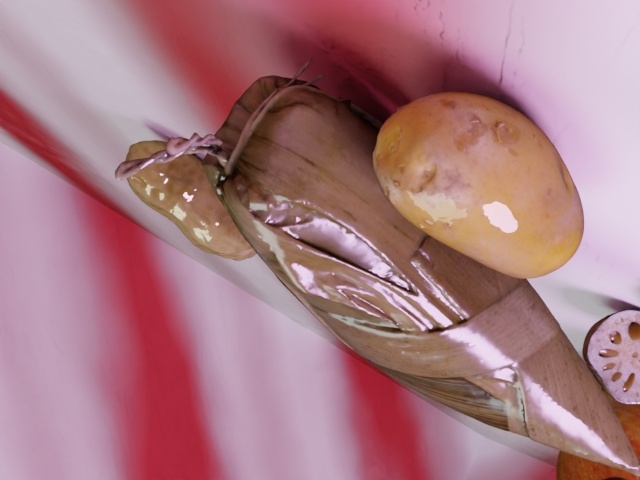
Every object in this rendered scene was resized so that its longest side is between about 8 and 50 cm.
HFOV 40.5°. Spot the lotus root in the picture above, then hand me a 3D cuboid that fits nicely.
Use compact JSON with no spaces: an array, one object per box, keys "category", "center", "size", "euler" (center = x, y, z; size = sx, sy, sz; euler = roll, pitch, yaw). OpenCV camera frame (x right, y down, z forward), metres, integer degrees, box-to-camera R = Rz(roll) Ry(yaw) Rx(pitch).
[{"category":"lotus root","center":[0.404,0.149,1.119],"size":[0.122,0.112,0.081],"euler":[57,-174,14]}]

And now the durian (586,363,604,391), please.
[{"category":"durian","center":[0.485,0.280,1.478],"size":[0.158,0.137,0.168],"euler":[55,172,-24]}]

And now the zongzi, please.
[{"category":"zongzi","center":[0.113,0.030,0.863],"size":[0.467,0.218,0.500],"euler":[32,174,33]}]

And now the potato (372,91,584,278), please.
[{"category":"potato","center":[0.150,-0.046,0.774],"size":[0.234,0.150,0.146],"euler":[24,137,-39]}]

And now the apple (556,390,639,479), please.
[{"category":"apple","center":[0.481,0.318,1.267],"size":[0.250,0.309,0.277],"euler":[49,-155,-5]}]

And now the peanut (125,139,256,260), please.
[{"category":"peanut","center":[-0.211,-0.067,1.541],"size":[0.319,0.147,0.147],"euler":[39,164,-35]}]
